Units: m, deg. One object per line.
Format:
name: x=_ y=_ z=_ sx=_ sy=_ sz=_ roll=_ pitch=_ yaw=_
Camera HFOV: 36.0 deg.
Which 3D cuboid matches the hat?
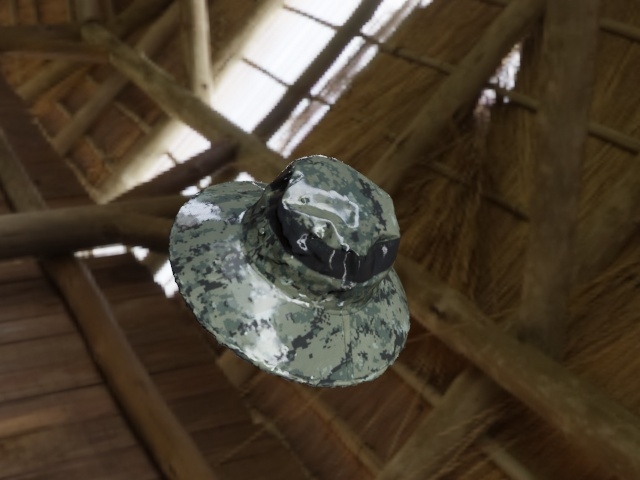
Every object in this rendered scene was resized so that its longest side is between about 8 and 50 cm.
hat: x=0.000 y=0.000 z=0.911 sx=0.128 sy=0.266 sz=0.265 roll=-56 pitch=-134 yaw=38
